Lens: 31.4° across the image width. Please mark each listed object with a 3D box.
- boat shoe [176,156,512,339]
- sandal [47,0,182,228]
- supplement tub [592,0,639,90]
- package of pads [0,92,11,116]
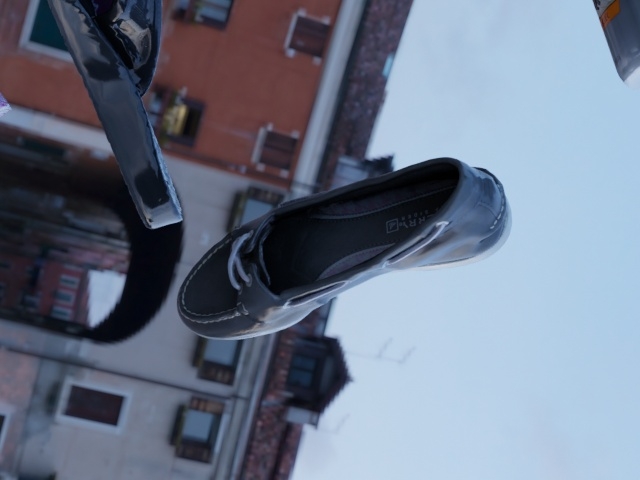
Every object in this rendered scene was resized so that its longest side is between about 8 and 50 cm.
[{"bbox_3d":[0.000,0.000,1.006,0.335,0.095,0.112,-18,-119,22],"label":"boat shoe"},{"bbox_3d":[-0.195,-0.217,1.105,0.167,0.107,0.445,-114,-174,-52],"label":"sandal"},{"bbox_3d":[0.240,-0.212,0.801,0.117,0.117,0.190,138,-60,-64],"label":"supplement tub"},{"bbox_3d":[-0.355,-0.151,1.148,0.050,0.083,0.032,-37,170,-2],"label":"package of pads"}]
